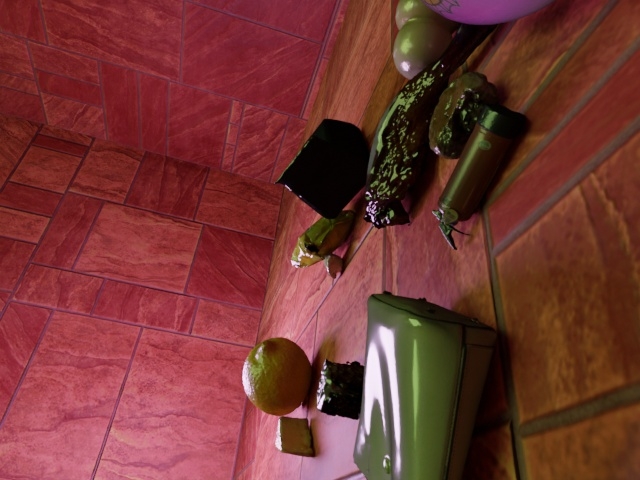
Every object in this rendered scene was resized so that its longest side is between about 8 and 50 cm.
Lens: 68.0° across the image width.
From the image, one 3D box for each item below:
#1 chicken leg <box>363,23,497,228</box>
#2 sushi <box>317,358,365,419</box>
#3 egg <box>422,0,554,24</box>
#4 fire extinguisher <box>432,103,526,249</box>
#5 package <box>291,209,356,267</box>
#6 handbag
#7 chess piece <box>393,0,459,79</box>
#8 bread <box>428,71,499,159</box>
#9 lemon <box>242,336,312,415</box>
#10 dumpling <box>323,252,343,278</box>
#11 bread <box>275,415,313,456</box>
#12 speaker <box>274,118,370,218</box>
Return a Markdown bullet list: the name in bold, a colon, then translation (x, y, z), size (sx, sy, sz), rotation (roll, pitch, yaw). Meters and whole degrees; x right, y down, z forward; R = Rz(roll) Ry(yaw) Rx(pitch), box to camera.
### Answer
- **chicken leg**: translation (0.155, -0.193, 0.766), size (0.158, 0.095, 0.407), rotation (-95, 24, -49)
- **sushi**: translation (0.038, 0.260, 0.822), size (0.098, 0.084, 0.094), rotation (-92, 16, -66)
- **egg**: translation (0.187, -0.333, 0.497), size (0.271, 0.196, 0.196), rotation (-132, 56, -67)
- **fire extinguisher**: translation (0.185, -0.073, 0.575), size (0.062, 0.050, 0.177), rotation (43, 129, 33)
- **package**: translation (0.000, 0.000, 1.245), size (0.168, 0.090, 0.226), rotation (-38, -6, -23)
- **handbag**: translation (0.085, 0.222, 0.533), size (0.241, 0.109, 0.315), rotation (-173, 97, -82)
- **chess piece**: translation (0.179, -0.400, 0.796), size (0.143, 0.142, 0.261), rotation (-179, 98, -79)
- **bread**: translation (0.189, -0.167, 0.630), size (0.082, 0.060, 0.113), rotation (-91, 20, -52)
- **lemon**: translation (-0.110, 0.353, 1.229), size (0.187, 0.186, 0.244), rotation (-92, -14, -55)
- **dumpling**: translation (0.030, 0.064, 1.198), size (0.057, 0.052, 0.076), rotation (-65, 12, -6)
- **bread**: translation (-0.060, 0.449, 1.093), size (0.109, 0.084, 0.080), rotation (129, 151, -68)
- **speaker**: translation (0.006, -0.215, 1.209), size (0.180, 0.184, 0.388), rotation (-48, 20, 20)
